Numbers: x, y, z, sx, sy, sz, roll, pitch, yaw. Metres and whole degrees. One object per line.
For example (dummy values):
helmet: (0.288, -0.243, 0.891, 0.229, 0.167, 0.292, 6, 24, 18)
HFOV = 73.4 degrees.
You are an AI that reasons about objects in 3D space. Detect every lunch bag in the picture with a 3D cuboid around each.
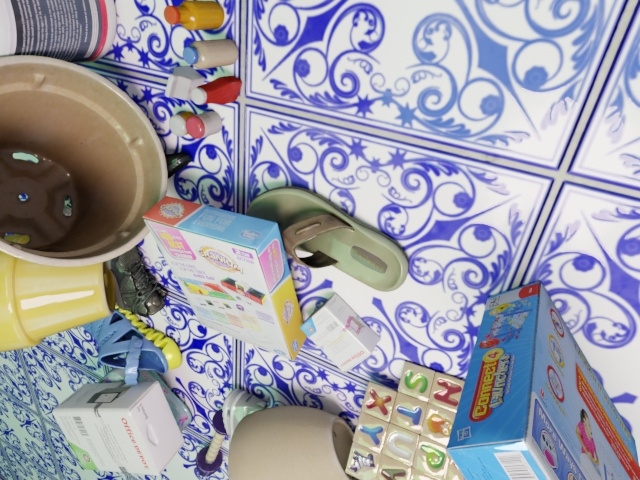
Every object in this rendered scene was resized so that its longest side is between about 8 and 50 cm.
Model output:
lunch bag: (-0.507, 0.475, 1.232, 0.279, 0.108, 0.224, 48, 121, -3)

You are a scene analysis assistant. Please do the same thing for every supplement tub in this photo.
supplement tub: (-0.495, -0.377, 0.685, 0.191, 0.272, 0.191, 12, 120, 23)

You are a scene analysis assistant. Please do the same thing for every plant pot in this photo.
plant pot: (-0.608, 0.106, 0.975, 0.254, 0.238, 0.254, 174, 90, -72)
plant pot: (-0.505, -0.104, 0.775, 0.305, 0.334, 0.334, -11, 109, 42)
plant pot: (-0.023, 0.462, 0.879, 0.190, 0.284, 0.284, -29, 99, 15)

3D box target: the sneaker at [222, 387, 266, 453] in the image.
sneaker: (-0.161, 0.503, 1.056, 0.115, 0.105, 0.281, 2, 115, 28)

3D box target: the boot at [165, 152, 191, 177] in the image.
boot: (-0.315, -0.172, 0.836, 0.121, 0.045, 0.099, -23, 96, 34)

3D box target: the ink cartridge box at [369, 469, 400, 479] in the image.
ink cartridge box: (0.251, 0.526, 0.823, 0.306, 0.131, 0.226, 12, 119, 22)

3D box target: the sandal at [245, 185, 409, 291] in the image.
sandal: (0.001, -0.001, 0.718, 0.302, 0.086, 0.120, 24, 123, 17)

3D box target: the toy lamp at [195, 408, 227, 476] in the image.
toy lamp: (-0.291, 0.565, 1.178, 0.080, 0.080, 0.275, 31, 125, 12)

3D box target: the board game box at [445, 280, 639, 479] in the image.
board game box: (0.306, 0.260, 0.549, 0.086, 0.302, 0.308, -28, 98, 37)

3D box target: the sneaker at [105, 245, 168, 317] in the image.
sneaker: (-0.423, 0.092, 1.005, 0.130, 0.087, 0.228, 20, 125, 17)

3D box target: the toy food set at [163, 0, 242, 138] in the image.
toy food set: (-0.207, -0.252, 0.694, 0.111, 0.104, 0.232, 38, 127, 7)

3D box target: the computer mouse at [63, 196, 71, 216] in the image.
computer mouse: (-0.610, -0.100, 1.027, 0.106, 0.042, 0.193, 34, 136, -29)

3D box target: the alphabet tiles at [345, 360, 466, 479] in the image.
alphabet tiles: (0.221, 0.384, 0.737, 0.342, 0.011, 0.285, 14, 84, 23)

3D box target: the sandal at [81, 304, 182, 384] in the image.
sandal: (-0.522, 0.266, 1.117, 0.317, 0.138, 0.126, 23, 125, 19)

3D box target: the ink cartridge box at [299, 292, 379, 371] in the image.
ink cartridge box: (0.036, 0.176, 0.811, 0.122, 0.052, 0.088, 46, 127, 2)

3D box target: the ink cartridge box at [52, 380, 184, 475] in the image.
ink cartridge box: (-0.516, 0.480, 1.106, 0.272, 0.115, 0.199, -9, 107, 23)

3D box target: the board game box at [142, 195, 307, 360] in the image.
board game box: (-0.165, 0.079, 0.805, 0.242, 0.064, 0.317, 15, 138, 23)
